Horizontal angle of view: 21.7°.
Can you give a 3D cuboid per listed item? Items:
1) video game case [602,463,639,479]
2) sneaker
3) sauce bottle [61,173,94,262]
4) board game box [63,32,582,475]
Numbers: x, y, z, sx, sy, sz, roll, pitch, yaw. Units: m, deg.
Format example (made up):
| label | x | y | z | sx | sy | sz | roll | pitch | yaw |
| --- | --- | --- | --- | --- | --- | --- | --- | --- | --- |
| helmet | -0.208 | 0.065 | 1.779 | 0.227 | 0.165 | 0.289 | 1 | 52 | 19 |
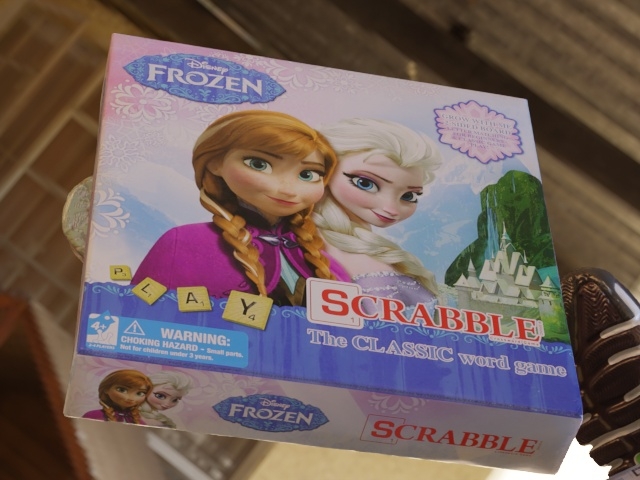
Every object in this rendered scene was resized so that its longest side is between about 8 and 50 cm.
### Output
| label | x | y | z | sx | sy | sz | roll | pitch | yaw |
| --- | --- | --- | --- | --- | --- | --- | --- | --- | --- |
| video game case | 0.168 | 0.172 | 0.979 | 0.183 | 0.201 | 0.023 | -27 | 92 | -87 |
| sneaker | 0.295 | 0.148 | 1.408 | 0.106 | 0.162 | 0.281 | -30 | -101 | 37 |
| sauce bottle | -0.209 | 0.019 | 1.938 | 0.111 | 0.111 | 0.344 | 35 | -8 | 14 |
| board game box | 0.000 | 0.000 | 1.130 | 0.319 | 0.318 | 0.066 | 8 | -47 | -10 |
